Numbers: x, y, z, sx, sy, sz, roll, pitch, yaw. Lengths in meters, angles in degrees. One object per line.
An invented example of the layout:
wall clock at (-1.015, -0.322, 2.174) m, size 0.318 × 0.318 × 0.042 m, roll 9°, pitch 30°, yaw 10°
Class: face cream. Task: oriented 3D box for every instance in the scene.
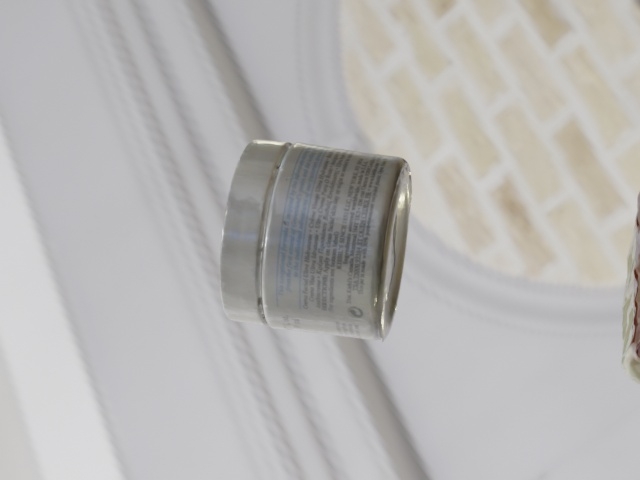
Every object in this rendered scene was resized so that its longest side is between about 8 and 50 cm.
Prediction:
face cream at (0.000, 0.000, 1.622) m, size 0.153 × 0.177 × 0.177 m, roll 9°, pitch -158°, yaw 10°

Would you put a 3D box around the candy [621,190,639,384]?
candy at (0.364, 0.037, 1.156) m, size 0.321 × 0.135 × 0.179 m, roll 13°, pitch -144°, yaw -1°
